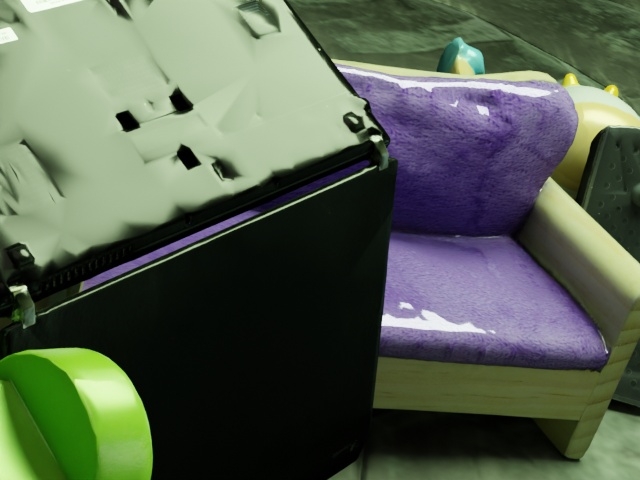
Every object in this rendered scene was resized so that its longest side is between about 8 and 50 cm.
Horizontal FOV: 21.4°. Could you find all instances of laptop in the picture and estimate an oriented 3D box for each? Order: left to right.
[{"bbox_3d":[-0.091,-0.003,0.706,0.234,0.136,0.264,-26,75,-48],"label":"laptop"}]

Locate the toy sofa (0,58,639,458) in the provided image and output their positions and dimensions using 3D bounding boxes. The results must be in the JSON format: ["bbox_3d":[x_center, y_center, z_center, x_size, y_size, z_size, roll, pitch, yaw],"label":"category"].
[{"bbox_3d":[0.000,0.000,0.892,0.362,0.177,0.150,6,27,-29],"label":"toy sofa"}]

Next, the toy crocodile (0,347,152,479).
[{"bbox_3d":[-0.082,0.129,0.475,0.115,0.105,0.340,-2,46,-48],"label":"toy crocodile"}]

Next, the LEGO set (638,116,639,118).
[{"bbox_3d":[0.166,-0.035,1.233,0.227,0.093,0.087,-11,6,-42],"label":"LEGO set"}]

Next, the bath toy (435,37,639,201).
[{"bbox_3d":[0.231,-0.023,1.130,0.348,0.151,0.129,18,59,-12],"label":"bath toy"}]

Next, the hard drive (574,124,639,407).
[{"bbox_3d":[0.264,0.030,1.050,0.254,0.172,0.054,13,7,-15],"label":"hard drive"}]
